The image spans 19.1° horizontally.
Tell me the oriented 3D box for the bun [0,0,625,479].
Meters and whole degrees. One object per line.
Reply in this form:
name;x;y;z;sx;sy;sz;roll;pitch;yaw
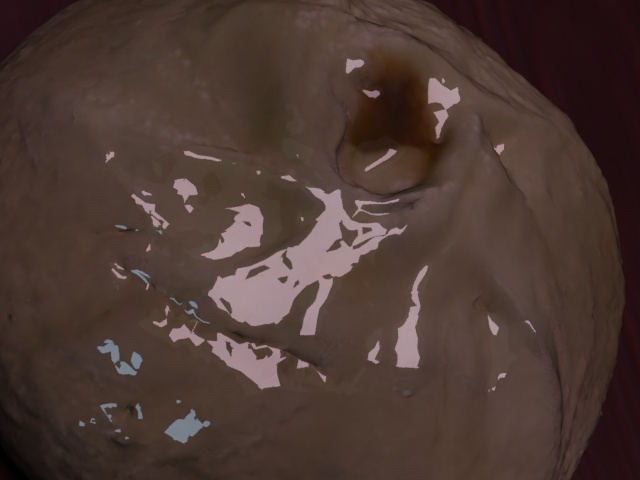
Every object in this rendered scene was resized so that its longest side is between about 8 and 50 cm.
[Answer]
bun;0.000;-0.004;0.951;0.364;0.202;0.364;12;60;-22
